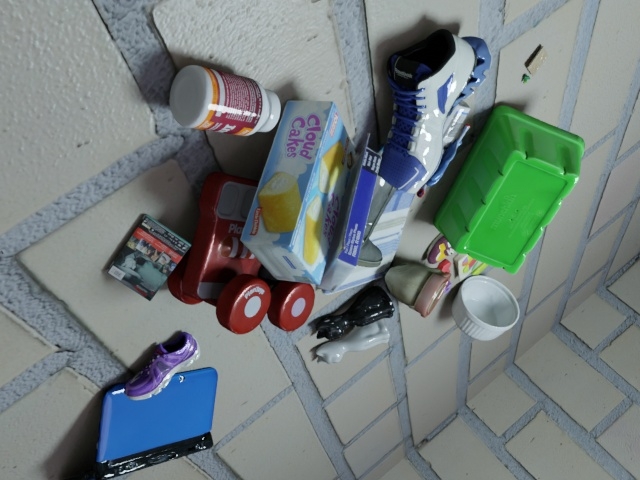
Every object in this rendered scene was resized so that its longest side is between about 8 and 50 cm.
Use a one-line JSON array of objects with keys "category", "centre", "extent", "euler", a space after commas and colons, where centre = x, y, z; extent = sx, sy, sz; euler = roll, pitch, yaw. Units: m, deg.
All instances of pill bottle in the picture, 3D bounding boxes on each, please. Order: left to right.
[{"category": "pill bottle", "centre": [-0.132, -0.197, 0.930], "extent": [0.152, 0.086, 0.086], "euler": [-1, 128, -48]}, {"category": "pill bottle", "centre": [0.243, -0.232, 1.334], "extent": [0.078, 0.078, 0.137], "euler": [-4, 131, -47]}]

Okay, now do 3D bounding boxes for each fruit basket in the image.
[{"category": "fruit basket", "centre": [0.478, -0.141, 1.619], "extent": [0.392, 0.282, 0.392], "euler": [-159, -90, -85]}]

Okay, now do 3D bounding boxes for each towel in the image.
[{"category": "towel", "centre": [0.110, -0.003, 1.495], "extent": [0.209, 0.034, 0.285], "euler": [-16, 137, -35]}]

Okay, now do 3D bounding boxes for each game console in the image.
[{"category": "game console", "centre": [-0.387, 0.405, 1.402], "extent": [0.250, 0.174, 0.293], "euler": [-27, 162, 37]}]

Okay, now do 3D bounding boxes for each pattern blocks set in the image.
[{"category": "pattern blocks set", "centre": [0.480, 0.037, 1.979], "extent": [0.325, 0.026, 0.285], "euler": [-47, 149, 4]}]

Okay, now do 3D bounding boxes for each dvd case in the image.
[{"category": "dvd case", "centre": [-0.278, 0.029, 1.042], "extent": [0.119, 0.087, 0.013], "euler": [-53, -170, 11]}]

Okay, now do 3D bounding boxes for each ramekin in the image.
[{"category": "ramekin", "centre": [0.525, 0.226, 2.093], "extent": [0.207, 0.207, 0.109], "euler": [-19, 150, -35]}]

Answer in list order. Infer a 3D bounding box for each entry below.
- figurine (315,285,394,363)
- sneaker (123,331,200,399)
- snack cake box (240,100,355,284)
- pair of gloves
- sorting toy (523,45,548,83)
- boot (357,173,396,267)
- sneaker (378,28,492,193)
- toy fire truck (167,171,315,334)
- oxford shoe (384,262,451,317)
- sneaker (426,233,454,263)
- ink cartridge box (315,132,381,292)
[{"category": "figurine", "centre": [0.078, 0.239, 1.705], "extent": [0.209, 0.092, 0.215], "euler": [-23, 144, -19]}, {"category": "sneaker", "centre": [-0.319, 0.240, 1.269], "extent": [0.170, 0.068, 0.071], "euler": [-41, 135, -23]}, {"category": "snack cake box", "centre": [-0.028, -0.079, 1.062], "extent": [0.152, 0.089, 0.265], "euler": [54, 46, -57]}, {"category": "pair of gloves", "centre": [0.268, -0.170, 1.399], "extent": [0.159, 0.023, 0.198], "euler": [-56, 178, -8]}, {"category": "sorting toy", "centre": [0.490, -0.402, 1.485], "extent": [0.083, 0.012, 0.062], "euler": [-55, 152, 11]}, {"category": "boot", "centre": [0.110, -0.048, 1.367], "extent": [0.189, 0.076, 0.209], "euler": [2, 112, -58]}, {"category": "sneaker", "centre": [0.173, -0.258, 1.198], "extent": [0.182, 0.127, 0.316], "euler": [9, 114, -49]}, {"category": "toy fire truck", "centre": [-0.114, 0.017, 1.155], "extent": [0.302, 0.169, 0.254], "euler": [6, 104, -53]}, {"category": "oxford shoe", "centre": [0.255, 0.113, 1.722], "extent": [0.141, 0.146, 0.397], "euler": [-60, 167, -3]}, {"category": "sneaker", "centre": [0.372, 0.005, 1.759], "extent": [0.185, 0.084, 0.069], "euler": [-48, 149, 6]}, {"category": "ink cartridge box", "centre": [0.055, -0.041, 1.140], "extent": [0.224, 0.045, 0.223], "euler": [119, -14, -68]}]
